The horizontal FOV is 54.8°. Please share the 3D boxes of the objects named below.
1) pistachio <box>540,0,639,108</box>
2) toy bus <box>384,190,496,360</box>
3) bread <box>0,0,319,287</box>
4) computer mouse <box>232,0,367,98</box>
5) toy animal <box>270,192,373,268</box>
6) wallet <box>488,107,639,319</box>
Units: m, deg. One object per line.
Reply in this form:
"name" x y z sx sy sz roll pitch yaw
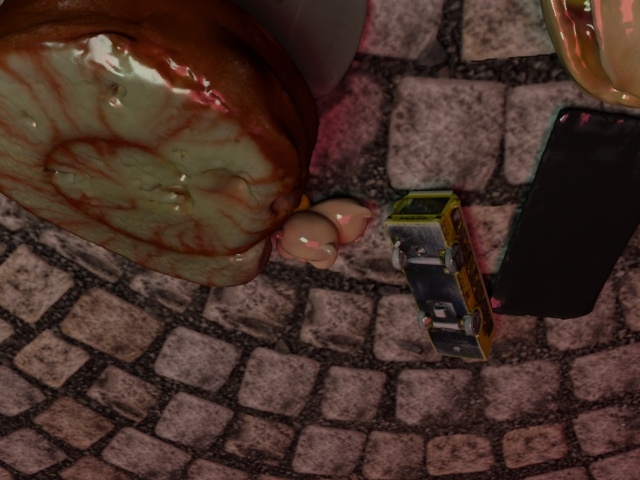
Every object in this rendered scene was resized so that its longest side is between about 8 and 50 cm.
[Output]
"pistachio" 0.263 -0.209 0.539 0.145 0.117 0.200 -42 113 -16
"toy bus" 0.149 0.049 0.732 0.081 0.074 0.226 1 131 37
"bread" -0.158 -0.085 0.550 0.295 0.114 0.327 20 151 -8
"computer mouse" -0.062 -0.218 0.540 0.231 0.079 0.127 23 88 -31
"toy animal" 0.000 0.000 0.705 0.115 0.082 0.091 3 127 -3
"wallet" 0.299 -0.018 0.721 0.146 0.030 0.285 5 127 -6
